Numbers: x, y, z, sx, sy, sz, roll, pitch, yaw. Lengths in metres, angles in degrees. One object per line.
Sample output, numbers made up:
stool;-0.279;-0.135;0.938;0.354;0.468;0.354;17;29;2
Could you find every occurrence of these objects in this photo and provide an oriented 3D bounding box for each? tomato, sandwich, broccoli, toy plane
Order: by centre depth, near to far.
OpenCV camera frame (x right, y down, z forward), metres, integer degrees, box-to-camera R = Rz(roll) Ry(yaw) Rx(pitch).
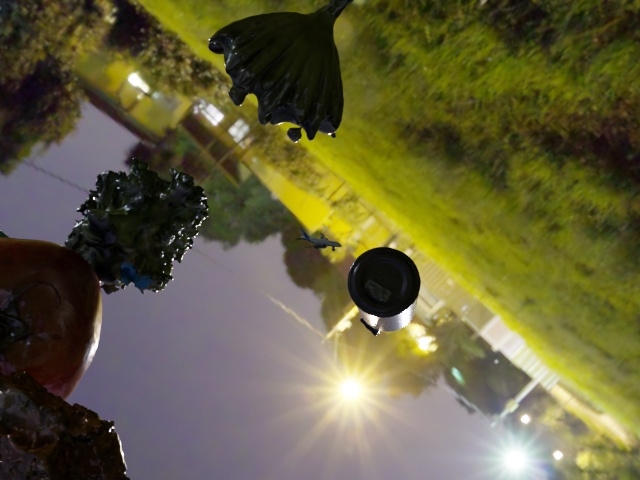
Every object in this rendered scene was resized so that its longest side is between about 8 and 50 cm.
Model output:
sandwich;-0.240;0.203;0.594;0.235;0.159;0.079;22;-170;16
tomato;-0.309;0.084;0.731;0.187;0.187;0.151;43;161;-13
broccoli;-0.208;-0.011;0.800;0.167;0.155;0.160;2;-173;10
toy plane;-0.001;0.002;1.346;0.084;0.024;0.078;21;-154;14

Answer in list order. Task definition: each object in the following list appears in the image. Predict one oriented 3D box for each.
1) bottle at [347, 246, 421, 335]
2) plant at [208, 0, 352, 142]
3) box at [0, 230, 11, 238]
bottle;0.077;0.062;0.846;0.072;0.082;0.244;42;175;12
plant;-0.008;-0.320;1.108;0.251;0.333;0.180;30;-170;-32
box;-0.545;0.088;1.157;0.311;0.205;0.118;40;-152;-9
